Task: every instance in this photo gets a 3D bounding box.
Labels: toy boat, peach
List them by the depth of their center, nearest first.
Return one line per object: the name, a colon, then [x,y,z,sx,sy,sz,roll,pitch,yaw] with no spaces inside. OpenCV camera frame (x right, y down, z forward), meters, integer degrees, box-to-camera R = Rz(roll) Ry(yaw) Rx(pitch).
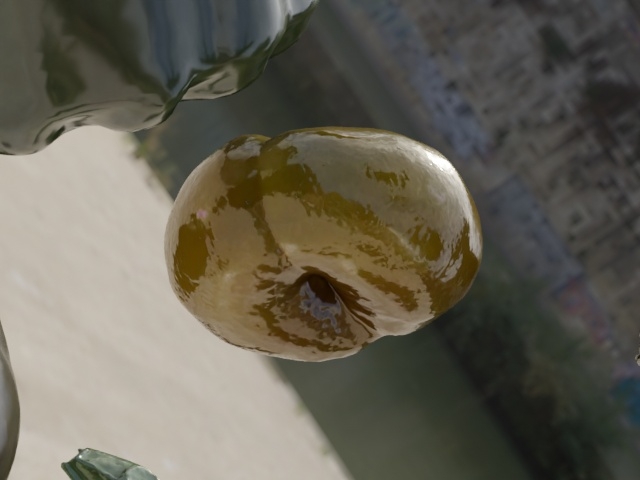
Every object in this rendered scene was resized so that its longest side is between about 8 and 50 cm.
peach: [0.000,0.000,1.494,0.251,0.251,0.153,44,34,-65]
toy boat: [-0.156,0.327,2.005,0.293,0.055,0.093,51,27,1]

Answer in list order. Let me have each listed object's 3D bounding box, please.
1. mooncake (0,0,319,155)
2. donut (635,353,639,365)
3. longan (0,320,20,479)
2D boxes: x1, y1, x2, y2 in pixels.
mooncake: [-0.174,-0.184,1.137,0.356,0.356,0.194,-115,-168,-59]
donut: [0.483,0.091,1.773,0.150,0.371,0.307,45,16,-20]
longan: [-0.405,0.126,1.567,0.361,0.361,0.361,55,5,-8]
